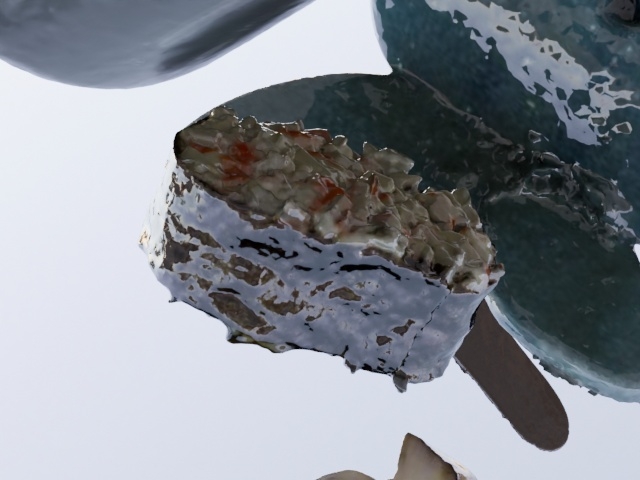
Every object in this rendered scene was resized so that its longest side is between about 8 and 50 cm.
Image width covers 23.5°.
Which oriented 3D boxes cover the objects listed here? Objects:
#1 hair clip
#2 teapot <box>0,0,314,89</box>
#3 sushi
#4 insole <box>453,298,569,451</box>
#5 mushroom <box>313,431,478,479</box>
[{"bbox_3d":[0.158,-0.109,0.952,0.318,0.238,0.392,37,-147,15],"label":"hair clip"},{"bbox_3d":[-0.063,-0.219,0.701,0.376,0.305,0.361,-23,-163,-39],"label":"teapot"},{"bbox_3d":[0.000,0.000,0.664,0.150,0.078,0.090,21,-148,-9],"label":"sushi"},{"bbox_3d":[0.132,0.073,1.500,0.328,0.007,0.111,50,-134,0],"label":"insole"},{"bbox_3d":[0.054,0.318,1.582,0.162,0.173,0.236,25,-103,23],"label":"mushroom"}]
